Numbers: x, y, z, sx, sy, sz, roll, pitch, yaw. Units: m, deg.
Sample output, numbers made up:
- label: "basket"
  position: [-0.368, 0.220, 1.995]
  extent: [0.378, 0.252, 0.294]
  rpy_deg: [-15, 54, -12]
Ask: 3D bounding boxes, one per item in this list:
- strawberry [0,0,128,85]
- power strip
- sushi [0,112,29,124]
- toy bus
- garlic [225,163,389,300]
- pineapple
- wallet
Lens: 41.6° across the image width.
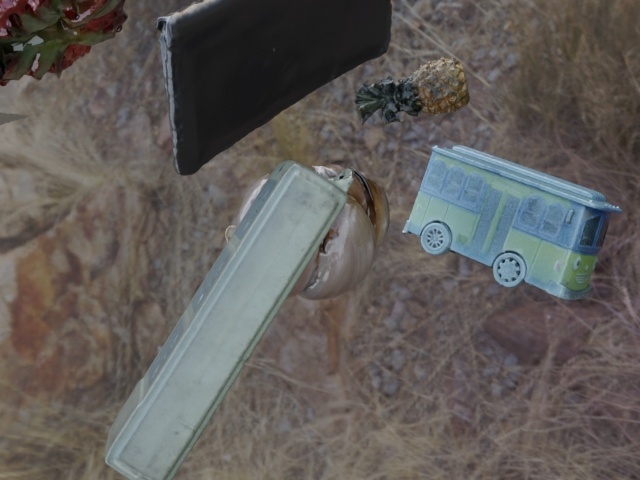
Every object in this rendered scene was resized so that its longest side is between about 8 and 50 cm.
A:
- label: "strawberry"
  position: [-0.387, -0.326, 1.048]
  extent: [0.261, 0.261, 0.257]
  rpy_deg: [-40, 81, 27]
- label: "power strip"
  position: [-0.067, 0.055, 0.596]
  extent: [0.272, 0.052, 0.078]
  rpy_deg: [-58, 12, 0]
- label: "sushi"
  position: [-0.629, -0.198, 1.104]
  extent: [0.373, 0.296, 0.100]
  rpy_deg: [10, 114, 24]
- label: "toy bus"
  position: [0.317, -0.032, 1.416]
  extent: [0.312, 0.152, 0.190]
  rpy_deg: [26, 102, 34]
- label: "garlic"
  position: [0.000, 0.000, 1.064]
  extent: [0.191, 0.214, 0.160]
  rpy_deg: [-42, 48, 52]
- label: "pineapple"
  position: [0.196, -0.317, 1.843]
  extent: [0.248, 0.128, 0.128]
  rpy_deg: [-16, 54, 0]
- label: "wallet"
  position: [-0.027, -0.174, 0.720]
  extent: [0.030, 0.285, 0.146]
  rpy_deg: [28, 139, 28]
